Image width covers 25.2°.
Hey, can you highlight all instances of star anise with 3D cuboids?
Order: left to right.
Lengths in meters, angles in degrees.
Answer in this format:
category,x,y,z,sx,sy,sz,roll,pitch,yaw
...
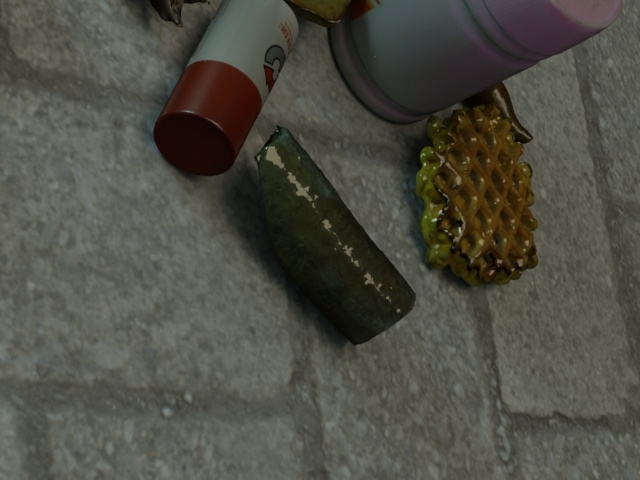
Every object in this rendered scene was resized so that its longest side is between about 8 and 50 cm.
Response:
category,x,y,z,sx,sy,sz,roll,pitch,yaw
star anise,-0.175,-0.294,1.579,0.124,0.056,0.129,34,36,-6

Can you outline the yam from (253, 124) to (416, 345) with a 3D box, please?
category,x,y,z,sx,sy,sz,roll,pitch,yaw
yam,0.000,0.000,1.585,0.259,0.106,0.106,51,44,-15

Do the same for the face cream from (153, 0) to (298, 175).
category,x,y,z,sx,sy,sz,roll,pitch,yaw
face cream,-0.101,-0.175,1.567,0.096,0.096,0.214,43,47,-23

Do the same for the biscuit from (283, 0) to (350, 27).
category,x,y,z,sx,sy,sz,roll,pitch,yaw
biscuit,-0.023,-0.367,1.745,0.172,0.029,0.254,26,49,-4

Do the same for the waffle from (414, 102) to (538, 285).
category,x,y,z,sx,sy,sz,roll,pitch,yaw
waffle,0.207,-0.059,1.849,0.243,0.058,0.238,-6,82,-49

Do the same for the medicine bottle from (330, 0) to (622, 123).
category,x,y,z,sx,sy,sz,roll,pitch,yaw
medicine bottle,0.185,-0.286,1.743,0.202,0.316,0.202,19,61,-38

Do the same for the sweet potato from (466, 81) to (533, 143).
category,x,y,z,sx,sy,sz,roll,pitch,yaw
sweet potato,0.199,-0.242,1.935,0.274,0.067,0.067,56,42,-3
